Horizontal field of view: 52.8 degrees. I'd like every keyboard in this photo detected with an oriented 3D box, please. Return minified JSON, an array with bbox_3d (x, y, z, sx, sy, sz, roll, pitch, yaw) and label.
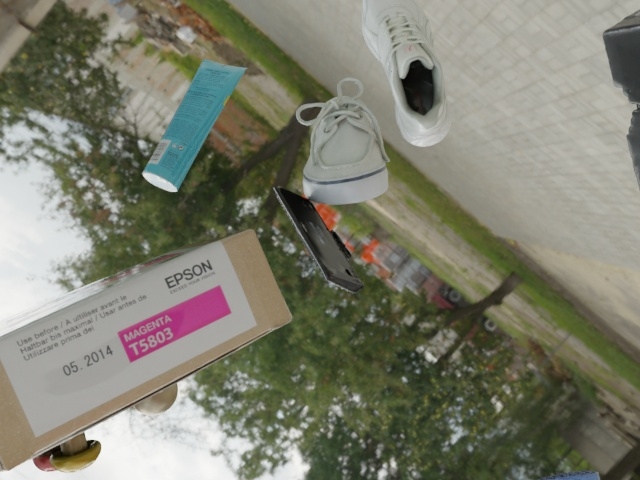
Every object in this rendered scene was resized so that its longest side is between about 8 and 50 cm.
[{"bbox_3d":[0.000,0.000,0.891,0.108,0.023,0.180,21,-150,-47],"label":"keyboard"}]

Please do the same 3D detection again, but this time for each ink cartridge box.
[{"bbox_3d":[-0.171,0.077,0.545,0.193,0.234,0.088,-10,102,61],"label":"ink cartridge box"}]

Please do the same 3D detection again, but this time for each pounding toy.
[{"bbox_3d":[-0.276,0.212,0.752,0.183,0.236,0.110,-176,74,-81],"label":"pounding toy"}]

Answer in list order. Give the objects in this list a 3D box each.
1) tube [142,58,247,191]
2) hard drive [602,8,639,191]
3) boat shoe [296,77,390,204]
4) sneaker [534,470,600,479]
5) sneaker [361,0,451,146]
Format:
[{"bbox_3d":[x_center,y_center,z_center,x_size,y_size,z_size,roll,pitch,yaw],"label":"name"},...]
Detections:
[{"bbox_3d":[-0.181,-0.169,0.913,0.080,0.207,0.052,19,163,20],"label":"tube"},{"bbox_3d":[0.436,-0.158,0.634,0.064,0.339,0.237,16,132,61],"label":"hard drive"},{"bbox_3d":[0.037,-0.175,1.024,0.367,0.135,0.157,-79,-19,-68],"label":"boat shoe"},{"bbox_3d":[0.311,0.401,0.942,0.081,0.232,0.091,9,-123,-44],"label":"sneaker"},{"bbox_3d":[0.115,-0.242,0.827,0.115,0.090,0.232,18,-130,-83],"label":"sneaker"}]
